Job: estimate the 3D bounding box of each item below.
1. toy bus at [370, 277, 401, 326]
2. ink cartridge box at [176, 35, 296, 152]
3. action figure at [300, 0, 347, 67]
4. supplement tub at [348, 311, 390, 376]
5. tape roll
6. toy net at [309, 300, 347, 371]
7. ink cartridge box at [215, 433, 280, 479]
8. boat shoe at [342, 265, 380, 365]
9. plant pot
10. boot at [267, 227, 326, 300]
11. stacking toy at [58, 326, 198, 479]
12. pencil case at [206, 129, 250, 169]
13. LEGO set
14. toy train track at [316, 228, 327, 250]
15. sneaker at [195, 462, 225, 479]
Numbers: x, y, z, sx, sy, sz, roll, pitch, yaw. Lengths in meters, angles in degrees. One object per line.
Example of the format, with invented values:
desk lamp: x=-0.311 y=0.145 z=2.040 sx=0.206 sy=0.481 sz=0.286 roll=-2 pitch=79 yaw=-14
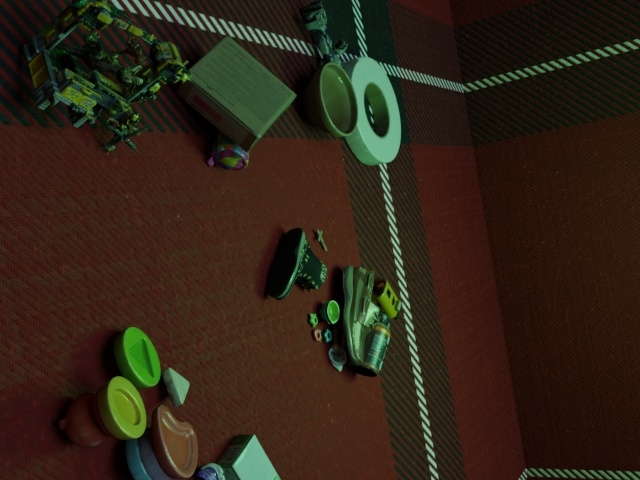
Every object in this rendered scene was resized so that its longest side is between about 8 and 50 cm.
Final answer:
toy bus: x=0.222 y=0.223 z=2.432 sx=0.202 sy=0.104 sz=0.191 roll=-4 pitch=86 yaw=-58
ink cartridge box: x=-0.208 y=-0.366 z=1.773 sx=0.235 sy=0.088 sz=0.193 roll=41 pitch=55 yaw=-6
action figure: x=0.021 y=-0.635 z=2.338 sx=0.185 sy=0.099 sz=0.285 roll=-73 pitch=145 yaw=-50
supplement tub: x=0.164 y=0.330 z=2.282 sx=0.106 sy=0.106 sz=0.198 roll=46 pitch=55 yaw=-44
tape roll: x=0.178 y=-0.467 z=2.573 sx=0.392 sy=0.072 sz=0.392 roll=22 pitch=64 yaw=-54
toy net: x=0.036 y=0.304 z=2.163 sx=0.122 sy=0.045 sz=0.232 roll=-43 pitch=119 yaw=-55
ink cartridge box: x=-0.163 y=0.589 z=1.731 sx=0.209 sy=0.062 sz=0.109 roll=64 pitch=35 yaw=-18
boat shoe: x=0.129 y=0.229 z=2.219 sx=0.123 sy=0.116 sz=0.324 roll=81 pitch=8 yaw=-70
plant pot: x=0.019 y=-0.440 z=2.268 sx=0.237 sy=0.110 sz=0.237 roll=20 pitch=66 yaw=-56
boot: x=-0.058 y=0.104 z=2.025 sx=0.178 sy=0.085 sz=0.236 roll=54 pitch=40 yaw=-40
stacking toy: x=-0.386 y=0.350 z=1.451 sx=0.309 sy=0.130 sz=0.279 roll=58 pitch=12 yaw=-37
pencil case: x=-0.223 y=-0.295 z=1.846 sx=0.104 sy=0.104 sz=0.236 roll=43 pitch=46 yaw=-45
LEGO set: x=-0.407 y=-0.314 z=1.395 sx=0.192 sy=0.255 sz=0.331 roll=65 pitch=10 yaw=28
toy train track: x=0.000 y=0.000 z=2.216 sx=0.048 sy=0.014 sz=0.083 roll=-72 pitch=146 yaw=-48
sneaker: x=-0.250 y=0.599 z=1.620 sx=0.071 sy=0.068 sz=0.169 roll=-13 pitch=85 yaw=-44
